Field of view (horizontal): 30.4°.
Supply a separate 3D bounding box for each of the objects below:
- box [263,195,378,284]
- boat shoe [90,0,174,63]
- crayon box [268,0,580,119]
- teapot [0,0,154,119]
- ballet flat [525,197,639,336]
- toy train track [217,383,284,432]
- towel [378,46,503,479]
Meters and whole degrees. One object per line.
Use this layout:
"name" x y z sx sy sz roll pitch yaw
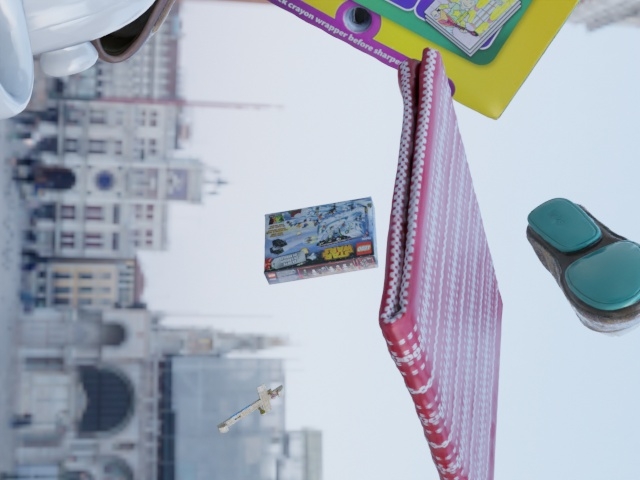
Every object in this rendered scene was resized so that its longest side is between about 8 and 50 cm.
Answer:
"box" 0.000 0.000 1.425 0.027 0.137 0.094 69 16 -49
"boat shoe" -0.120 -0.301 0.932 0.123 0.123 0.342 -108 -139 -63
"crayon box" 0.099 -0.336 1.154 0.313 0.363 0.106 -58 -172 36
"teapot" -0.162 -0.177 0.629 0.252 0.256 0.187 11 -58 44
"ballet flat" 0.320 0.045 1.330 0.316 0.107 0.106 -100 164 -68
"toy train track" -0.072 0.184 1.269 0.014 0.083 0.048 45 -22 39
"towel" 0.077 0.047 0.722 0.275 0.031 0.199 67 25 -50
